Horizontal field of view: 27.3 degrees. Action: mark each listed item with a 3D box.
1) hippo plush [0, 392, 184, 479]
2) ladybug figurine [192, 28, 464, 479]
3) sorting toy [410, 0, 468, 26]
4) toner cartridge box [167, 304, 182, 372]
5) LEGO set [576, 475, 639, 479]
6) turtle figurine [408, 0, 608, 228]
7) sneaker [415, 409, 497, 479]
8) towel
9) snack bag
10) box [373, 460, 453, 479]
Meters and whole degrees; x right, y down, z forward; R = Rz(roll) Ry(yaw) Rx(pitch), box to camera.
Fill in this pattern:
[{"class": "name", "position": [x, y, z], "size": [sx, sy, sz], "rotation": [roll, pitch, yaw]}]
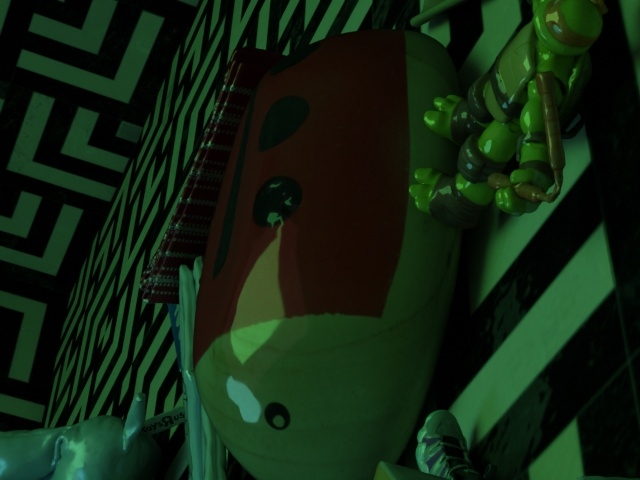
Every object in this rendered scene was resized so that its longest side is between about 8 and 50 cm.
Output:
[{"class": "hippo plush", "position": [-0.283, 0.359, 1.704], "size": [0.294, 0.234, 0.236], "rotation": [-16, 67, 21]}, {"class": "ladybug figurine", "position": [0.000, 0.000, 1.083], "size": [0.305, 0.162, 0.449], "rotation": [127, 156, -51]}, {"class": "sorting toy", "position": [0.130, -0.299, 1.184], "size": [0.348, 0.047, 0.196], "rotation": [174, 113, -74]}, {"class": "toner cartridge box", "position": [-0.131, 0.038, 1.666], "size": [0.348, 0.075, 0.165], "rotation": [-121, 52, -70]}, {"class": "LEGO set", "position": [0.160, 0.218, 0.361], "size": [0.255, 0.192, 0.331], "rotation": [80, -165, -49]}, {"class": "turtle figurine", "position": [0.135, -0.113, 0.881], "size": [0.217, 0.087, 0.269], "rotation": [125, 149, -60]}, {"class": "sneaker", "position": [0.092, 0.148, 0.841], "size": [0.069, 0.038, 0.098], "rotation": [133, 141, -54]}, {"class": "towel", "position": [-0.059, -0.056, 1.325], "size": [0.031, 0.199, 0.274], "rotation": [41, 116, 40]}, {"class": "snack bag", "position": [-0.109, 0.238, 1.224], "size": [0.342, 0.037, 0.323], "rotation": [-103, 13, -56]}, {"class": "box", "position": [0.072, 0.217, 0.719], "size": [0.170, 0.091, 0.130], "rotation": [-140, 69, -74]}]
